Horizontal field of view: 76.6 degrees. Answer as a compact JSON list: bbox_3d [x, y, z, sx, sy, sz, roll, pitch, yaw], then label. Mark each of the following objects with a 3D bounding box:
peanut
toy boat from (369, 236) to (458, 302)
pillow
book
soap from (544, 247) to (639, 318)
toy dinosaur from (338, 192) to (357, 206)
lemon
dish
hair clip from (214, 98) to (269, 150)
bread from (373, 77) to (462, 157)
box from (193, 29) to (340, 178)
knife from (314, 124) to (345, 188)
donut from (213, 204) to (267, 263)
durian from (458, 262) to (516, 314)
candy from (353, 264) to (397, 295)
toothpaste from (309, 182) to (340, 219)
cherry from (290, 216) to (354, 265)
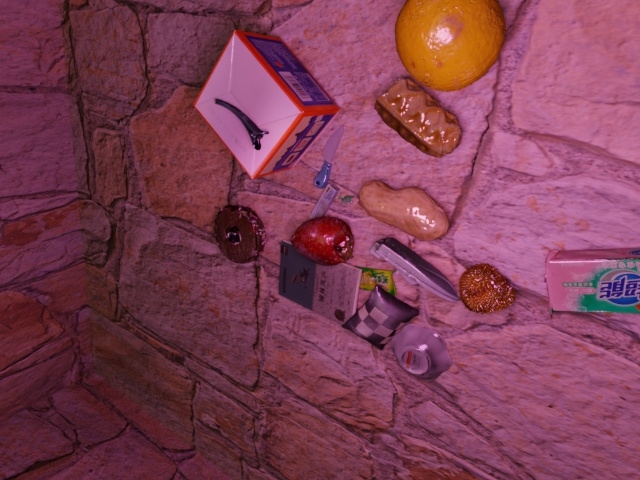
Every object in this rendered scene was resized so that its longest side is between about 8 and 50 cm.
[{"bbox_3d":[0.264,-0.109,1.301,0.319,0.148,0.147,29,120,27],"label":"peanut"},{"bbox_3d":[0.312,0.100,1.331,0.320,0.141,0.092,37,110,16],"label":"toy boat"},{"bbox_3d":[0.213,0.285,1.477,0.186,0.106,0.249,33,123,-2],"label":"pillow"},{"bbox_3d":[-0.015,0.168,1.615,0.380,0.031,0.263,19,116,31],"label":"book"},{"bbox_3d":[0.757,0.111,1.081,0.274,0.098,0.217,-3,111,35],"label":"soap"},{"bbox_3d":[0.096,-0.155,1.456,0.062,0.021,0.083,53,128,22],"label":"toy dinosaur"},{"bbox_3d":[0.319,-0.522,1.023,0.258,0.310,0.257,-20,56,34],"label":"lemon"},{"bbox_3d":[0.348,0.418,1.456,0.230,0.081,0.229,12,113,30],"label":"dish"},{"bbox_3d":[-0.253,-0.385,1.281,0.229,0.039,0.070,47,125,15],"label":"hair clip"},{"bbox_3d":[0.295,-0.353,1.197,0.267,0.130,0.152,45,161,11],"label":"bread"},{"bbox_3d":[-0.180,-0.456,1.383,0.348,0.257,0.318,50,127,7],"label":"box"},{"bbox_3d":[0.028,-0.300,1.447,0.058,0.032,0.244,32,117,29],"label":"knife"},{"bbox_3d":[-0.342,-0.030,1.728,0.270,0.103,0.269,9,109,28],"label":"donut"},{"bbox_3d":[0.499,0.147,1.242,0.168,0.137,0.158,-38,64,49],"label":"durian"},{"bbox_3d":[0.193,0.146,1.490,0.179,0.032,0.102,5,109,32],"label":"candy"},{"bbox_3d":[0.014,-0.135,1.505,0.046,0.034,0.164,41,124,14],"label":"toothpaste"},{"bbox_3d":[0.000,0.000,1.466,0.250,0.192,0.175,1,78,26],"label":"cherry"}]
